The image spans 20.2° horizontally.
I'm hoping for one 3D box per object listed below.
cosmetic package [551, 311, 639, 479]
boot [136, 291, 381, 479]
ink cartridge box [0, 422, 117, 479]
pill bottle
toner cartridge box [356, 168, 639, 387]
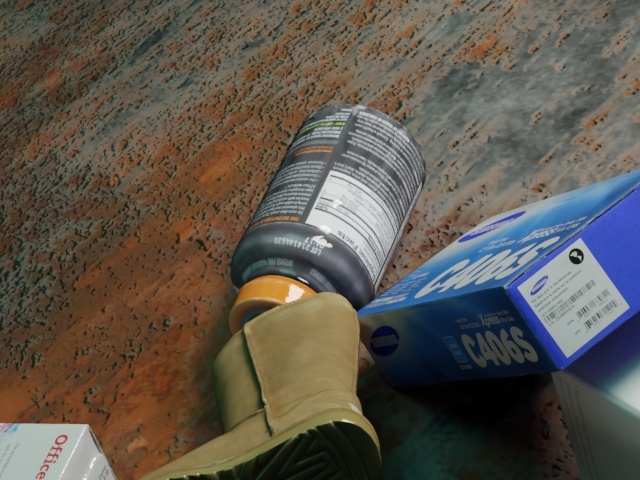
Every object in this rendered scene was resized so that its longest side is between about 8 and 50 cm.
[{"bbox_3d":[0.291,0.117,1.305,0.184,0.151,0.151,-35,39,-19],"label":"cosmetic package"},{"bbox_3d":[-0.065,0.149,1.376,0.236,0.089,0.269,-21,18,1],"label":"boot"},{"bbox_3d":[-0.260,0.232,1.446,0.176,0.127,0.128,-2,41,24],"label":"ink cartridge box"},{"bbox_3d":[0.000,0.000,1.605,0.130,0.130,0.245,1,42,26],"label":"pill bottle"},{"bbox_3d":[0.154,0.034,1.386,0.165,0.075,0.348,-34,4,-18],"label":"toner cartridge box"}]
